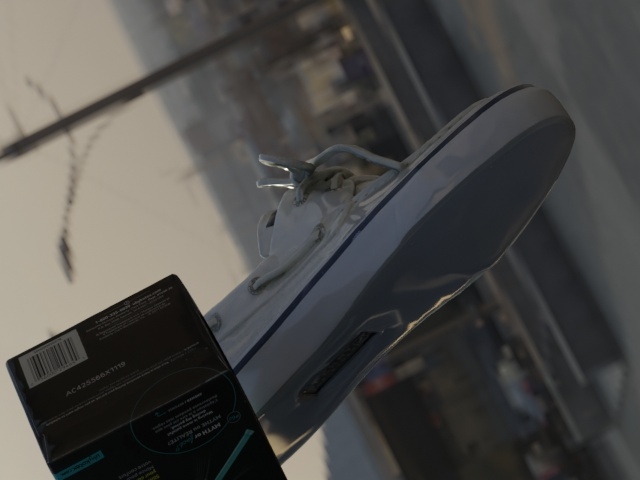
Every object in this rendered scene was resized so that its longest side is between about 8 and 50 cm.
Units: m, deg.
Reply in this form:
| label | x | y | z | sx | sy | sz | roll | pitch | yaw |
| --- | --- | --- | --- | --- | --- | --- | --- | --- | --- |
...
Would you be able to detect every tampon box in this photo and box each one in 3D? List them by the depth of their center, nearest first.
| label | x | y | z | sx | sy | sz | roll | pitch | yaw |
| --- | --- | --- | --- | --- | --- | --- | --- | --- | --- |
| tampon box | -0.095 | 0.127 | 1.148 | 0.101 | 0.120 | 0.161 | 57 | 172 | 49 |

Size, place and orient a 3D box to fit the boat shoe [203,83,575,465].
| label | x | y | z | sx | sy | sz | roll | pitch | yaw |
| --- | --- | --- | --- | --- | --- | --- | --- | --- | --- |
| boat shoe | 0.004 | 0.002 | 1.294 | 0.156 | 0.367 | 0.136 | 52 | -158 | 26 |
